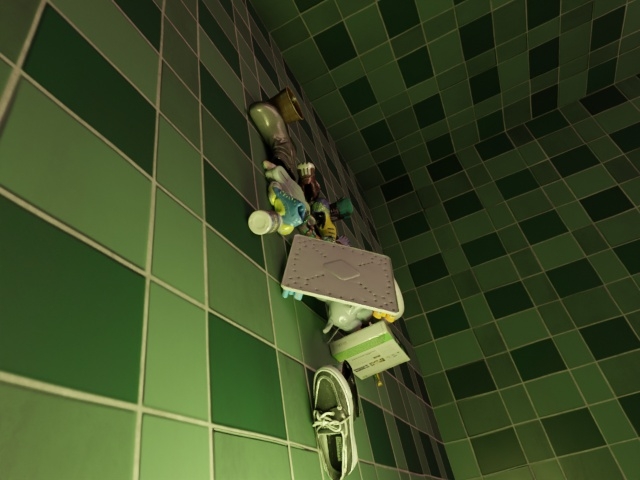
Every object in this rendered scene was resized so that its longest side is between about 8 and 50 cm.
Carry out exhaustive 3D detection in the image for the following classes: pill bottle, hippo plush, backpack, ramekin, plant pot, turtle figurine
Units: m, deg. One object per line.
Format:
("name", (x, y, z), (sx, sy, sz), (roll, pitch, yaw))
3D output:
("pill bottle", (-0.175, -0.061, 1.427), (0.078, 0.078, 0.137), (68, 14, 1))
("hippo plush", (0.066, 0.227, 1.695), (0.236, 0.294, 0.234), (46, -19, 28))
("backpack", (0.058, 0.471, 1.396), (0.182, 0.115, 0.151), (-90, 165, -60))
("ramekin", (0.255, 0.238, 1.880), (0.273, 0.127, 0.272), (161, -90, -80))
("plant pot", (-0.190, -0.607, 2.039), (0.167, 0.165, 0.167), (58, 17, -30))
("turtle figurine", (0.000, 0.000, 1.907), (0.234, 0.118, 0.175), (49, 3, -10))

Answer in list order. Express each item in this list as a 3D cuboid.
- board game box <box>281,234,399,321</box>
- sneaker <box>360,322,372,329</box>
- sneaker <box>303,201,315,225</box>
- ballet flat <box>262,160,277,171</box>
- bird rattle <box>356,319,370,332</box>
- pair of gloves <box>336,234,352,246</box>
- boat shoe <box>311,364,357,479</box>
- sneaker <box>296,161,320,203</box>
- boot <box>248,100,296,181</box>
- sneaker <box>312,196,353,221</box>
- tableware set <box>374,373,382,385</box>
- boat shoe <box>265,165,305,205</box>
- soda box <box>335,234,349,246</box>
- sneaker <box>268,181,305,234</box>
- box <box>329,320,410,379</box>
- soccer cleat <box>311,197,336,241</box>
("board game box", (0.071, 0.123, 1.564), (0.390, 0.390, 0.050), (-82, -174, -64))
("sneaker", (0.257, 0.492, 2.110), (0.123, 0.106, 0.290), (42, 27, -55))
("sneaker", (-0.074, -0.132, 1.980), (0.064, 0.061, 0.157), (-115, -179, -48))
("ballet flat", (-0.178, -0.275, 1.801), (0.168, 0.053, 0.057), (54, 20, -43))
("bird rattle", (0.124, 0.307, 1.978), (0.253, 0.143, 0.206), (-117, -175, -47))
("pair of gloves", (0.089, -0.030, 2.301), (0.198, 0.023, 0.159), (41, 17, 5))
("boat shoe", (0.028, 0.514, 1.232), (0.105, 0.113, 0.306), (8, 76, -67))
("sneaker", (-0.058, -0.220, 2.021), (0.281, 0.107, 0.162), (73, 10, -61))
("boot", (-0.190, -0.415, 1.867), (0.338, 0.118, 0.222), (48, 28, -42))
("sneaker", (0.077, -0.163, 2.309), (0.123, 0.179, 0.295), (69, 14, 8))
("tableware set", (0.270, 0.630, 2.126), (0.104, 0.024, 0.154), (53, 18, -54))
("boat shoe", (-0.141, -0.212, 1.785), (0.226, 0.076, 0.083), (58, 42, -32))
("soda box", (0.113, 0.024, 2.396), (0.058, 0.061, 0.181), (65, 14, -7))
("sneaker", (-0.119, -0.138, 1.654), (0.091, 0.126, 0.240), (43, 28, -59))
("box", (0.203, 0.442, 1.731), (0.322, 0.232, 0.058), (51, 17, -49))
("soccer cleat", (0.010, -0.075, 2.085), (0.289, 0.094, 0.121), (76, 27, -45))
